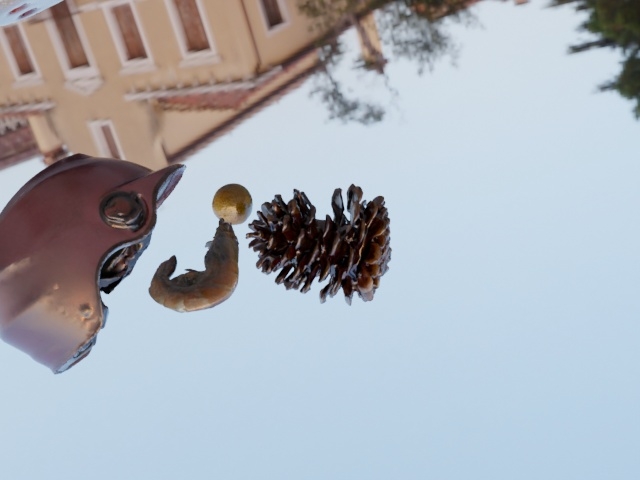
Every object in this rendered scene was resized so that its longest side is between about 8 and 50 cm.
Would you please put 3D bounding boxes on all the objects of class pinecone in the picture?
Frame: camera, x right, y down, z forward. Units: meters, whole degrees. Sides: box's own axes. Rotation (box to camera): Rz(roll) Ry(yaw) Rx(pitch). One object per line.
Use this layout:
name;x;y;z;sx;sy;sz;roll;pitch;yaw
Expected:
pinecone;0.000;-0.002;1.816;0.292;0.246;0.246;10;-164;-17

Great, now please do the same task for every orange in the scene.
orange;-0.178;-0.076;1.947;0.085;0.085;0.095;-7;-150;22

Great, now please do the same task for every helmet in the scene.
helmet;-0.341;0.003;1.300;0.338;0.197;0.271;-67;-172;-17

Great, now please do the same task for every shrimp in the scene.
shrimp;-0.196;0.035;1.533;0.143;0.052;0.251;-3;-152;6

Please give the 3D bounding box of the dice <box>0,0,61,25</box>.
dice;-0.432;-0.422;1.330;0.193;0.194;0.192;-29;-170;1
